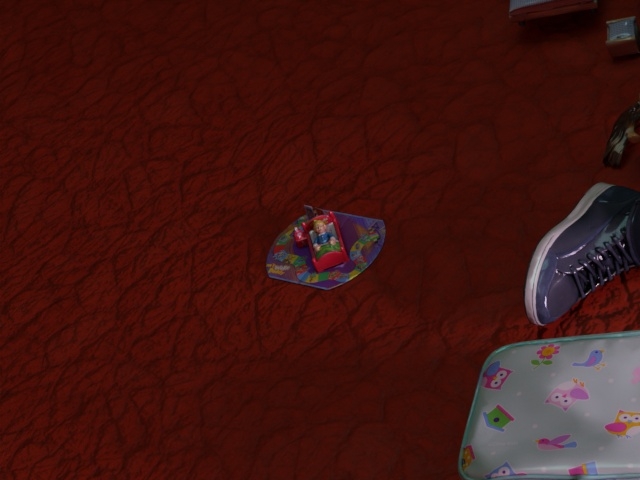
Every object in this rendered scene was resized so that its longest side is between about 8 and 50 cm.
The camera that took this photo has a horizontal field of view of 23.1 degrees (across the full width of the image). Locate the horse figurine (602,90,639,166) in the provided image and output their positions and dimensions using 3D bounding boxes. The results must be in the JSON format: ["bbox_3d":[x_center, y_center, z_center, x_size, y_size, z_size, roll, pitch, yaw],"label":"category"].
[{"bbox_3d":[0.475,-0.172,1.962,0.263,0.066,0.174,-15,28,22],"label":"horse figurine"}]

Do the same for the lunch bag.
[{"bbox_3d":[0.295,0.193,1.617,0.279,0.108,0.224,-5,40,24],"label":"lunch bag"}]

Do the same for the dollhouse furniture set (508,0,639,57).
[{"bbox_3d":[0.354,-0.404,2.153,0.303,0.198,0.286,-6,54,24],"label":"dollhouse furniture set"}]

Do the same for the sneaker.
[{"bbox_3d":[0.345,0.019,1.805,0.163,0.086,0.226,11,50,41],"label":"sneaker"}]

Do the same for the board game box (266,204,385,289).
[{"bbox_3d":[0.000,0.000,2.066,0.169,0.033,0.133,11,51,38],"label":"board game box"}]
